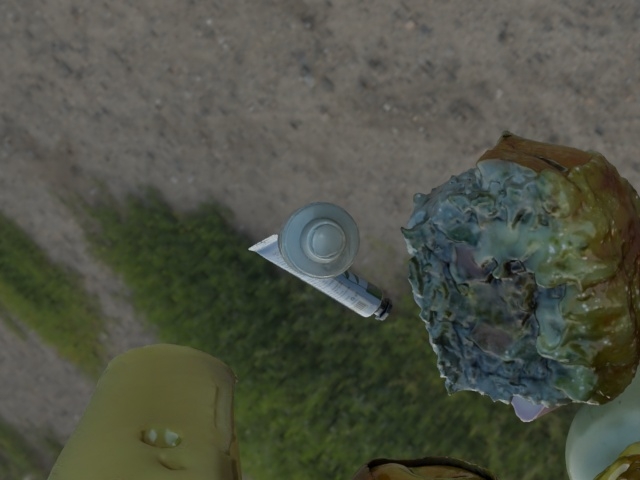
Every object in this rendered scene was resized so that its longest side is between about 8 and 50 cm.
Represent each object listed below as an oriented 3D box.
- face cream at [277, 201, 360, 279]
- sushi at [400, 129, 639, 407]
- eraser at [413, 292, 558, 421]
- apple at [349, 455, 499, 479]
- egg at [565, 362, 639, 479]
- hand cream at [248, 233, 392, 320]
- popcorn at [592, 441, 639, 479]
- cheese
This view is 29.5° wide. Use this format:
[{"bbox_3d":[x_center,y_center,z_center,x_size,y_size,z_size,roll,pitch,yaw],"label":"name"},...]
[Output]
[{"bbox_3d":[0.000,0.000,1.551,0.101,0.101,0.252,45,176,-3],"label":"face cream"},{"bbox_3d":[0.180,0.042,1.028,0.184,0.139,0.274,-4,111,32],"label":"sushi"},{"bbox_3d":[0.347,0.124,1.942,0.272,0.359,0.122,48,119,20],"label":"eraser"},{"bbox_3d":[0.127,0.359,1.475,0.237,0.207,0.237,11,167,2],"label":"apple"},{"bbox_3d":[0.487,0.291,1.772,0.269,0.219,0.219,-37,103,15],"label":"egg"},{"bbox_3d":[0.009,0.061,2.090,0.271,0.058,0.091,30,151,-23],"label":"hand cream"},{"bbox_3d":[0.318,0.321,0.889,0.354,0.390,0.344,34,131,11],"label":"popcorn"},{"bbox_3d":[-0.119,0.235,0.734,0.128,0.259,0.316,9,112,3],"label":"cheese"}]
